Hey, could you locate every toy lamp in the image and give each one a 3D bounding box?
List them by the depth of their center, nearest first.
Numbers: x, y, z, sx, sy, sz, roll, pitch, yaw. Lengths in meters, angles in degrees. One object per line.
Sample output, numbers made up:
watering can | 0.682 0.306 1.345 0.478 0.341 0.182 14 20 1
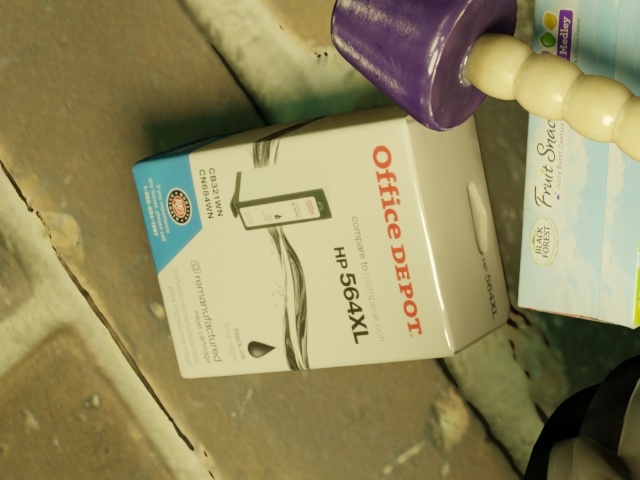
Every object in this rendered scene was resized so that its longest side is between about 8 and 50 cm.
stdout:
toy lamp | 0.126 -0.054 0.755 0.274 0.080 0.080 26 115 27

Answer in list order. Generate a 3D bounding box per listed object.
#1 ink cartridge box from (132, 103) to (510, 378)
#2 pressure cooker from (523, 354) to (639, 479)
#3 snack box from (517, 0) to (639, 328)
ink cartridge box | 0.000 0.000 1.088 0.203 0.086 0.148 -8 98 32
pressure cooker | 0.278 0.197 0.808 0.420 0.375 0.370 -21 95 32
snack box | 0.177 -0.065 0.894 0.070 0.207 0.174 11 106 32
